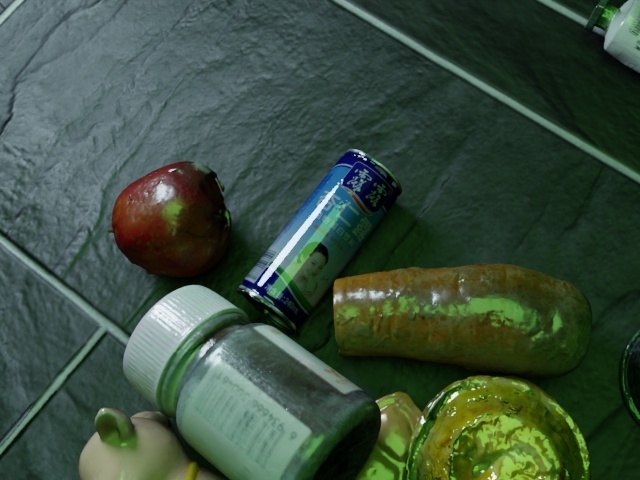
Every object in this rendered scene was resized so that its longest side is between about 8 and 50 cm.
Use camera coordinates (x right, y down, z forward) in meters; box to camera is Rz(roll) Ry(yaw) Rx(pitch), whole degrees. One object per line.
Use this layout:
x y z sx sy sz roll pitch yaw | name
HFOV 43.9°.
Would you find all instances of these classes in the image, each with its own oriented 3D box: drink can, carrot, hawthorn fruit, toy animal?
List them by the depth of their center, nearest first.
-0.167 0.302 0.892 0.248 0.165 0.149 42 73 10 | toy animal
0.166 0.092 0.953 0.302 0.138 0.138 1 70 5 | carrot
0.000 0.000 1.018 0.097 0.097 0.235 34 75 15 | drink can
-0.200 -0.023 1.021 0.172 0.148 0.148 -7 70 11 | hawthorn fruit

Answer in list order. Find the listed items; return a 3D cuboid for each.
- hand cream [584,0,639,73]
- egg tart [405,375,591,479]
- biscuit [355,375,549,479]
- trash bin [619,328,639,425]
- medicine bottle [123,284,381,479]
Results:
0.523 -0.236 1.083 0.336 0.076 0.121 30 80 7 | hand cream
0.192 0.248 0.860 0.213 0.090 0.212 -2 72 7 | egg tart
0.157 0.322 0.910 0.312 0.057 0.351 8 71 6 | biscuit
0.447 0.151 0.893 0.176 0.161 0.175 -1 72 4 | trash bin
-0.080 0.179 0.903 0.273 0.165 0.165 33 76 28 | medicine bottle
